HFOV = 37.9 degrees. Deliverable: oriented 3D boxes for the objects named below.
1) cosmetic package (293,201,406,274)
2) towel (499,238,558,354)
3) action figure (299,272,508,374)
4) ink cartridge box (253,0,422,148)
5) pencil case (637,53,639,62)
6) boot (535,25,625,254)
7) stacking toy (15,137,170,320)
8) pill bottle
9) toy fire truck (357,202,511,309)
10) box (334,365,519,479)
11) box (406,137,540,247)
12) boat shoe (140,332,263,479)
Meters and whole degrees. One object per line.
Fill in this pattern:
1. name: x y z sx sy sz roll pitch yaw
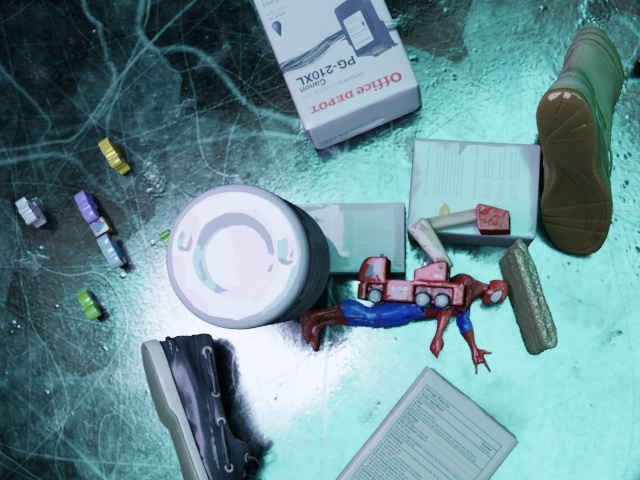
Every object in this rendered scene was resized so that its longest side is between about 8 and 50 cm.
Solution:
1. cosmetic package: 0.000 0.000 1.306 0.239 0.060 0.099 0 81 7
2. towel: 0.276 0.076 1.237 0.027 0.110 0.148 -15 79 -3
3. action figure: 0.125 0.128 1.257 0.280 0.091 0.139 -16 73 5
4. ink cartridge box: 0.023 -0.275 1.329 0.172 0.100 0.237 -22 79 3
5. pencil case: 0.549 -0.232 1.262 0.236 0.104 0.104 37 87 10
6. boot: 0.356 -0.133 1.257 0.095 0.262 0.203 1 38 28
7. stacking toy: -0.319 -0.016 1.353 0.167 0.052 0.221 -33 79 1
8. pill bottle: -0.073 0.024 1.137 0.160 0.283 0.160 0 87 7
9. toy fire truck: 0.145 0.020 1.202 0.192 0.047 0.135 3 83 15
10. box: 0.124 0.298 1.209 0.148 0.127 0.232 39 87 12
11. box: 0.207 -0.063 1.276 0.170 0.091 0.130 4 82 7
12. boat shoe: -0.135 0.281 1.251 0.113 0.127 0.340 -18 75 -23
